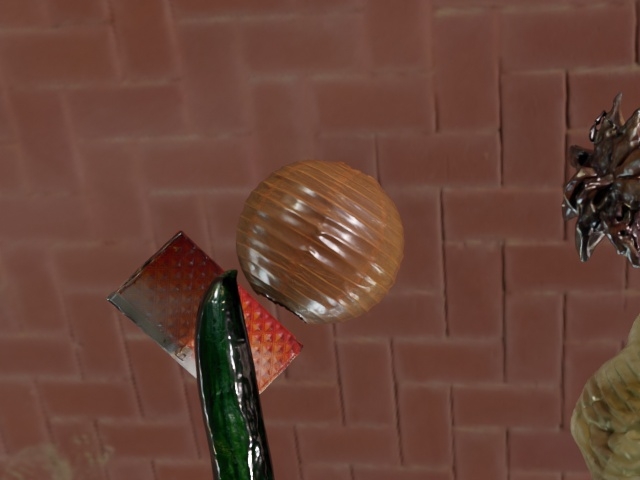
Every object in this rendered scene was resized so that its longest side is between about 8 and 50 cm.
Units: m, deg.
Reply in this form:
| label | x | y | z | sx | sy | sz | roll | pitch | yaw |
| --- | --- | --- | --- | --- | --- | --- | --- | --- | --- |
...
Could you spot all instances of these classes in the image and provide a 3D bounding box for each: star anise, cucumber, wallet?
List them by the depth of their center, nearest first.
| label | x | y | z | sx | sy | sz | roll | pitch | yaw |
| --- | --- | --- | --- | --- | --- | --- | --- | --- | --- |
| cucumber | -0.068 | 0.165 | 0.913 | 0.056 | 0.056 | 0.284 | -9 | 82 | 15 |
| wallet | -0.113 | 0.086 | 1.160 | 0.103 | 0.020 | 0.196 | -44 | 117 | -1 |
| star anise | 0.405 | -0.093 | 1.605 | 0.102 | 0.272 | 0.272 | 10 | 125 | -27 |

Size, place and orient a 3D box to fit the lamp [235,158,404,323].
| label | x | y | z | sx | sy | sz | roll | pitch | yaw |
| --- | --- | --- | --- | --- | --- | --- | --- | --- | --- |
| lamp | 0.000 | 0.000 | 0.909 | 0.136 | 0.136 | 0.136 | 5 | 121 | 8 |

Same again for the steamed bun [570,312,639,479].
| label | x | y | z | sx | sy | sz | roll | pitch | yaw |
| --- | --- | --- | --- | --- | --- | --- | --- | --- | --- |
| steamed bun | 0.406 | 0.167 | 1.035 | 0.203 | 0.276 | 0.289 | 31 | 112 | -22 |
